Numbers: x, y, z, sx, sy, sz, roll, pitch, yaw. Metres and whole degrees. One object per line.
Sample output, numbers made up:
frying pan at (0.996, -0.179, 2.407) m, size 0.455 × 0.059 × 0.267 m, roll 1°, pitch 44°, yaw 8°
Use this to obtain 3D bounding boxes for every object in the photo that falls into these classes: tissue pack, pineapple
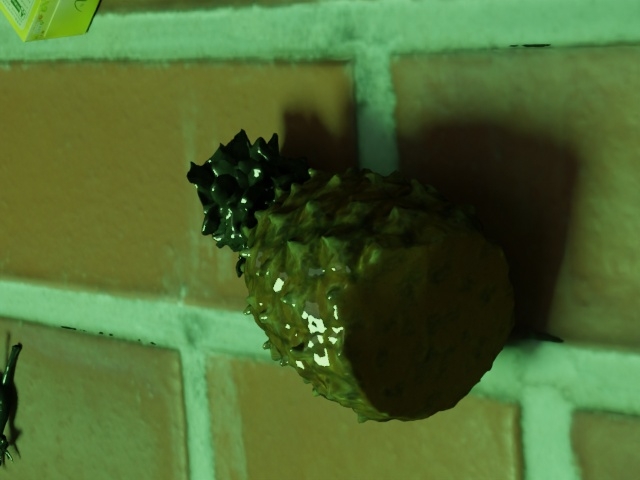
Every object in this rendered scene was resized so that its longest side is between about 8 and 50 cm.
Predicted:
tissue pack at (-0.231, -0.247, 1.510) m, size 0.176 × 0.062 × 0.095 m, roll 52°, pitch 134°, yaw 26°
pineapple at (0.000, 0.000, 1.263) m, size 0.278 × 0.158 × 0.158 m, roll 40°, pitch 126°, yaw 50°

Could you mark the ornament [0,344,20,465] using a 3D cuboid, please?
ornament at (-0.286, 0.141, 1.680) m, size 0.073 × 0.028 × 0.125 m, roll 15°, pitch 108°, yaw 44°
